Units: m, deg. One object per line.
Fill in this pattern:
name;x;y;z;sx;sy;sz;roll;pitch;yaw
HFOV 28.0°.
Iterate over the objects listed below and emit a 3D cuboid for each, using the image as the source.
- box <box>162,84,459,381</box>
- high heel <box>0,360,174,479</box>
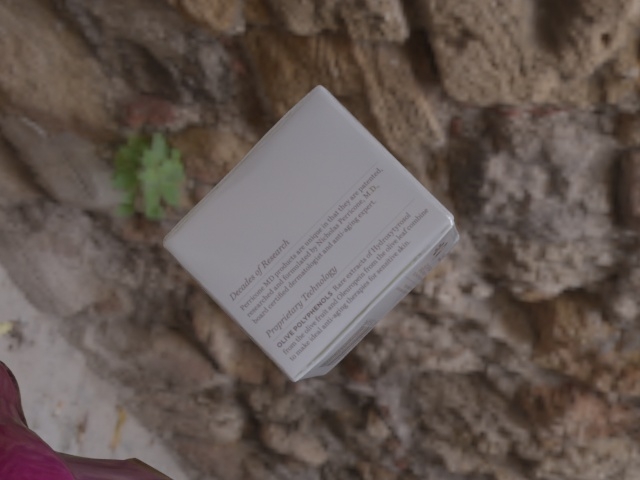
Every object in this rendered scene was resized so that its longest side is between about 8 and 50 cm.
box;0.000;0.000;0.591;0.102;0.087;0.101;-46;171;2
high heel;-0.251;0.127;0.754;0.181;0.377;0.127;10;85;-46
